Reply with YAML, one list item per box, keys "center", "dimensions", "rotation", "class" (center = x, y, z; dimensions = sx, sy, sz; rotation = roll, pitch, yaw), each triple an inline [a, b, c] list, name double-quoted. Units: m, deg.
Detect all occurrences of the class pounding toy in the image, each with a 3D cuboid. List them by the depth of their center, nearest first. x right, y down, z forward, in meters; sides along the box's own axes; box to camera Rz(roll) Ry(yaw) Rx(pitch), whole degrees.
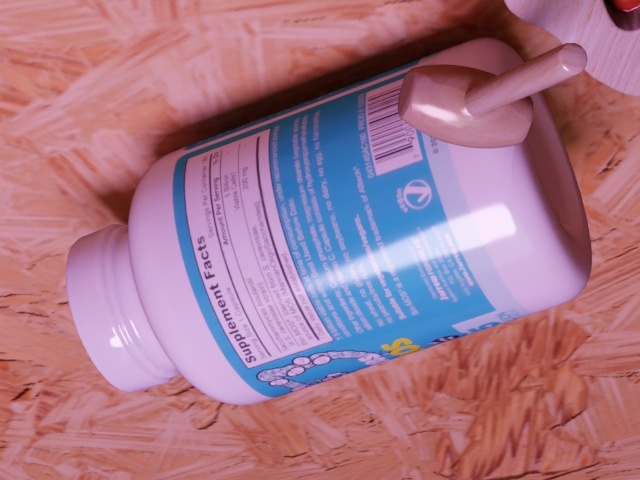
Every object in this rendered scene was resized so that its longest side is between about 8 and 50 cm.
- center: [0.161, -0.121, 0.832]
  dimensions: [0.154, 0.155, 0.269]
  rotation: [13, 135, -24]
  class: "pounding toy"

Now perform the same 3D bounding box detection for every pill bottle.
- center: [0.000, 0.000, 1.012]
  dimensions: [0.264, 0.146, 0.146]
  rotation: [-19, 145, 18]
  class: "pill bottle"
